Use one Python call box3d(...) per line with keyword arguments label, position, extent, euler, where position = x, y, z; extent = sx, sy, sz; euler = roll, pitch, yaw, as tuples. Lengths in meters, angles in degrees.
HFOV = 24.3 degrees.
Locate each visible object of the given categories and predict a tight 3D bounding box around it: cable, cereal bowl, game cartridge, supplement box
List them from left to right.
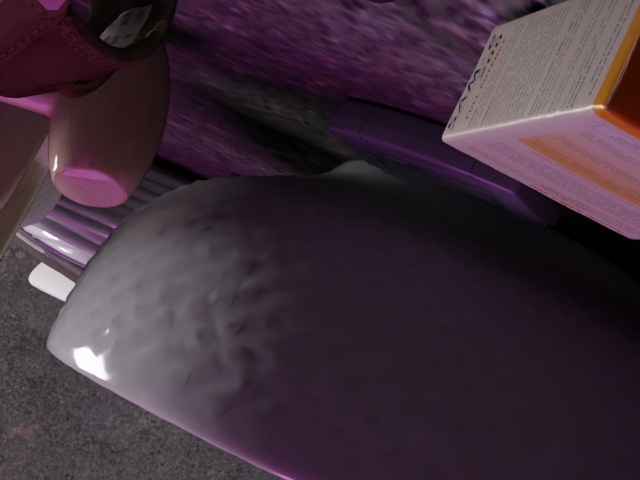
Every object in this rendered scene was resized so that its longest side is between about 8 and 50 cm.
box3d(label="cable", position=(-0.120, -0.001, 1.122), extent=(0.257, 0.089, 0.257), euler=(28, 174, -19))
box3d(label="cereal bowl", position=(0.055, 0.060, 0.693), extent=(0.339, 0.141, 0.339), euler=(26, 174, 3))
box3d(label="game cartridge", position=(0.046, -0.030, 0.561), extent=(0.083, 0.017, 0.056), euler=(22, 176, 29))
box3d(label="supplement box", position=(0.077, -0.028, 0.348), extent=(0.062, 0.036, 0.098), euler=(27, 174, -14))

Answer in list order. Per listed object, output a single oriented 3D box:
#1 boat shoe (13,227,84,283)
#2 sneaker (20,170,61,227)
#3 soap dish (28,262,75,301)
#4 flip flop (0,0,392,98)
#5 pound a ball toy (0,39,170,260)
box3d(label="boat shoe", position=(-0.165, 0.011, 1.294), extent=(0.335, 0.112, 0.095), euler=(28, 179, 8))
box3d(label="sneaker", position=(-0.259, -0.092, 0.860), extent=(0.256, 0.094, 0.151), euler=(36, 167, -7))
box3d(label="soap dish", position=(-0.140, 0.055, 1.523), extent=(0.291, 0.118, 0.229), euler=(19, 171, 47))
box3d(label="flip flop", position=(-0.076, -0.076, 0.354), extent=(0.112, 0.080, 0.277), euler=(30, 172, -38))
box3d(label="pound a ball toy", position=(-0.221, -0.099, 0.664), extent=(0.319, 0.136, 0.208), euler=(26, 148, -6))
